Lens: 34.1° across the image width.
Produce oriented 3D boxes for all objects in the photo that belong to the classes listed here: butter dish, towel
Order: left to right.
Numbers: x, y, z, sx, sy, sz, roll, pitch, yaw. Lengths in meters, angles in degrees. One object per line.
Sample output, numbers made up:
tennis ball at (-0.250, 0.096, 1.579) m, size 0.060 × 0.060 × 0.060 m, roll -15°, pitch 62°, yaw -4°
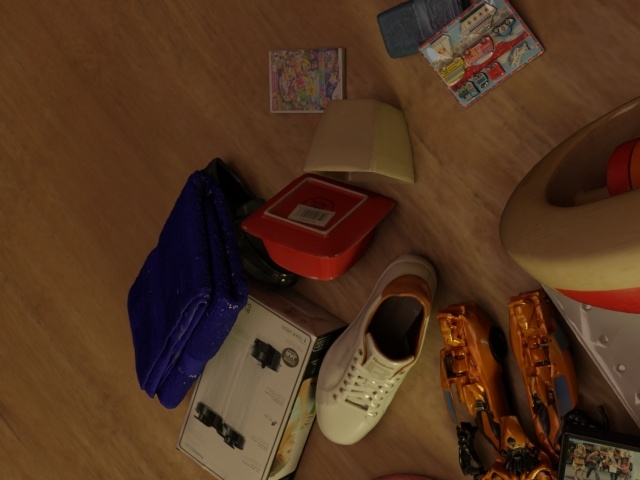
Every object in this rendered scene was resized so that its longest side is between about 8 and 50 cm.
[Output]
towel at (-0.203, 0.075, 1.480) m, size 0.308 × 0.076 × 0.228 m, roll -54°, pitch 45°, yaw 46°
butter dish at (0.000, 0.000, 1.393) m, size 0.160 × 0.160 × 0.118 m, roll 19°, pitch 131°, yaw 30°
towel at (0.132, -0.274, 1.312) m, size 0.119 × 0.029 × 0.067 m, roll -13°, pitch 94°, yaw 34°

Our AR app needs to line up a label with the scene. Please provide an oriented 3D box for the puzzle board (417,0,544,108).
puzzle board at (0.193, -0.232, 1.269) m, size 0.128 × 0.011 × 0.096 m, roll -35°, pitch 97°, yaw 32°

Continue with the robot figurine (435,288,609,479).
robot figurine at (0.240, 0.213, 1.280) m, size 0.211 × 0.085 × 0.291 m, roll -14°, pitch 89°, yaw 36°

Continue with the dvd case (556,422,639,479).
dvd case at (0.355, 0.325, 1.185) m, size 0.180 × 0.022 × 0.253 m, roll 10°, pitch 123°, yaw 18°

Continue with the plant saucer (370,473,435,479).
plant saucer at (0.121, 0.486, 1.400) m, size 0.332 × 0.084 × 0.332 m, roll 6°, pitch 101°, yaw 36°

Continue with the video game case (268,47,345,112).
video game case at (-0.019, -0.219, 1.434) m, size 0.122 × 0.011 × 0.087 m, roll 5°, pitch 100°, yaw 33°

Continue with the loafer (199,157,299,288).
loafer at (-0.104, -0.025, 1.482) m, size 0.223 × 0.076 × 0.078 m, roll 49°, pitch 128°, yaw 22°

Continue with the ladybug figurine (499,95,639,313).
ladybug figurine at (0.370, -0.045, 0.974) m, size 0.162 × 0.305 × 0.449 m, roll 52°, pitch 147°, yaw -15°

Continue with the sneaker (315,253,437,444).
sneaker at (0.062, 0.160, 1.357) m, size 0.105 × 0.123 × 0.290 m, roll 21°, pitch 112°, yaw -1°

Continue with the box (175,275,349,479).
box at (-0.088, 0.213, 1.503) m, size 0.169 × 0.087 × 0.290 m, roll 29°, pitch 112°, yaw 27°

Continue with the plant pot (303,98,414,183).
plant pot at (0.054, -0.129, 1.347) m, size 0.109 × 0.109 × 0.096 m, roll 4°, pitch 87°, yaw 34°

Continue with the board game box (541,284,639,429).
board game box at (0.467, 0.049, 1.122) m, size 0.390 × 0.050 × 0.390 m, roll -41°, pitch 75°, yaw 32°
